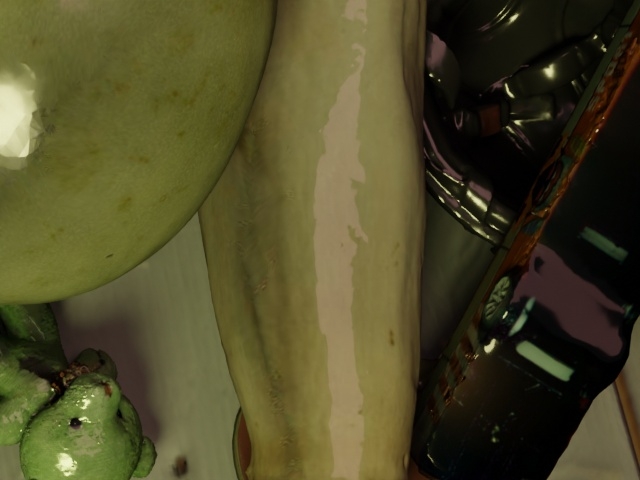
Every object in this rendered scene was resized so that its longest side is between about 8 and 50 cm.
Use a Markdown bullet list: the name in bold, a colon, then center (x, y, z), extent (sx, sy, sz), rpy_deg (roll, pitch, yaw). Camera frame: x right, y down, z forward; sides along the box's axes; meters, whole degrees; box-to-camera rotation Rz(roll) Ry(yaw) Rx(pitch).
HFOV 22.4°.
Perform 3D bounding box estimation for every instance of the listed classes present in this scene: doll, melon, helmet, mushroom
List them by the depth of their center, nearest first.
- **melon**: center (-0.159, -0.102, 0.892), extent (0.272, 0.308, 0.272), rpy_deg (52, 17, -23)
- **doll**: center (-0.160, 0.085, 0.938), extent (0.115, 0.077, 0.150), rpy_deg (-26, 70, -44)
- **mushroom**: center (-0.008, -0.002, 0.985), extent (0.137, 0.154, 0.407), rpy_deg (36, 52, -63)
- **helmet**: center (0.162, -0.098, 1.118), extent (0.230, 0.160, 0.279), rpy_deg (-38, 98, -2)

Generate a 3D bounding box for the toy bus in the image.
- **toy bus**: center (0.181, -0.026, 1.002), extent (0.093, 0.092, 0.409), rpy_deg (29, 93, -11)

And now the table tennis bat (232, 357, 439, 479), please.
- **table tennis bat**: center (0.050, 0.115, 1.062), extent (0.246, 0.022, 0.138), rpy_deg (-28, 84, -31)
